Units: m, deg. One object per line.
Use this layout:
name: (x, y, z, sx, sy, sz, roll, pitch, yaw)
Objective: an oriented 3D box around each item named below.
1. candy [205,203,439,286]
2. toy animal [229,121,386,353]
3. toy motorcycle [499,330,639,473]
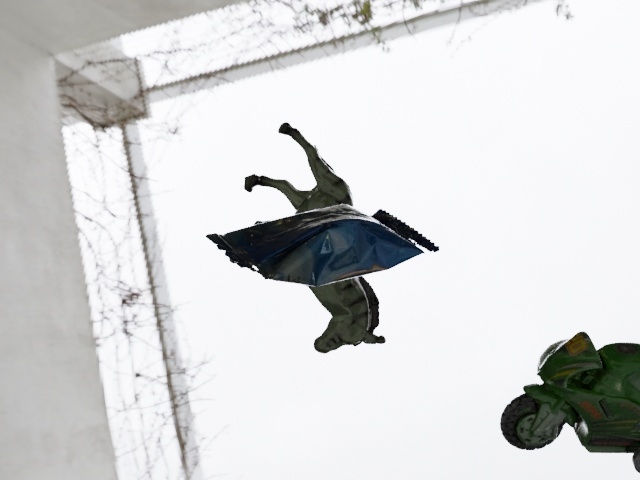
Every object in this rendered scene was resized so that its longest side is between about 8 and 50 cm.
candy: (0.001, 0.000, 0.639, 0.136, 0.088, 0.038, -9, -64, -22)
toy animal: (0.000, 0.000, 1.000, 0.176, 0.073, 0.216, 24, -122, -26)
toy motorcycle: (0.237, 0.120, 0.748, 0.190, 0.074, 0.106, -1, -68, -3)
